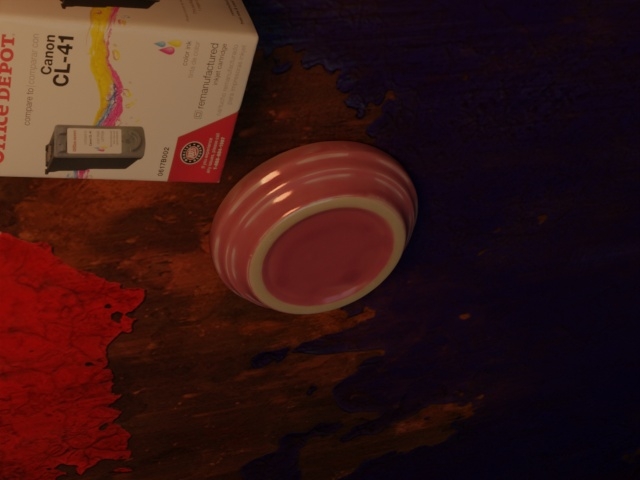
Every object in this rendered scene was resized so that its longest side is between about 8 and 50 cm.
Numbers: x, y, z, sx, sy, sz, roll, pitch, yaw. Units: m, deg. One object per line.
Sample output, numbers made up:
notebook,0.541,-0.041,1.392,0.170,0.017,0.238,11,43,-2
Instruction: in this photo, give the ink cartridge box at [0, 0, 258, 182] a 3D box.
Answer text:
ink cartridge box,-0.250,-0.189,1.111,0.306,0.131,0.226,-2,134,-25

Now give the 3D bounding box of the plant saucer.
plant saucer,0.000,0.000,1.457,0.332,0.084,0.332,-13,137,-12
